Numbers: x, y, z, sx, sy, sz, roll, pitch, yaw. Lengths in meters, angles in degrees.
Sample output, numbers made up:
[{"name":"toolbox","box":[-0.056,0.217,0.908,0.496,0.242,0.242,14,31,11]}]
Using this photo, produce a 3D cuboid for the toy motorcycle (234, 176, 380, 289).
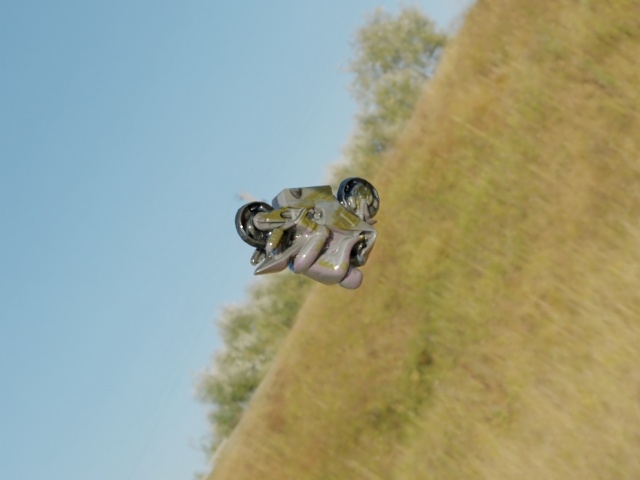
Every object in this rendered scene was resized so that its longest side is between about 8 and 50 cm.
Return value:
[{"name":"toy motorcycle","box":[0.000,0.000,1.451,0.225,0.152,0.073,-15,-13,-31]}]
